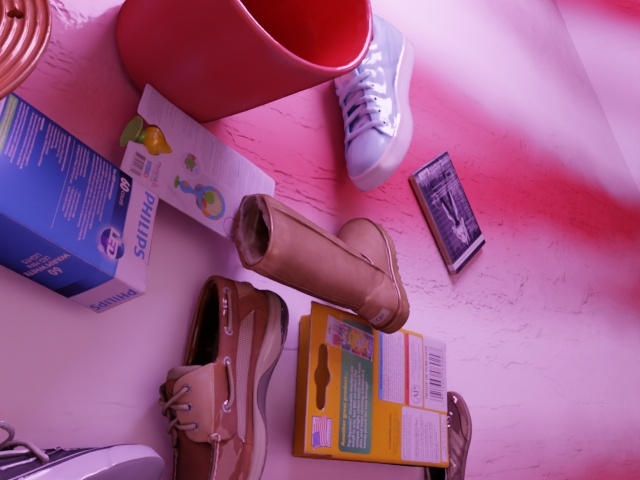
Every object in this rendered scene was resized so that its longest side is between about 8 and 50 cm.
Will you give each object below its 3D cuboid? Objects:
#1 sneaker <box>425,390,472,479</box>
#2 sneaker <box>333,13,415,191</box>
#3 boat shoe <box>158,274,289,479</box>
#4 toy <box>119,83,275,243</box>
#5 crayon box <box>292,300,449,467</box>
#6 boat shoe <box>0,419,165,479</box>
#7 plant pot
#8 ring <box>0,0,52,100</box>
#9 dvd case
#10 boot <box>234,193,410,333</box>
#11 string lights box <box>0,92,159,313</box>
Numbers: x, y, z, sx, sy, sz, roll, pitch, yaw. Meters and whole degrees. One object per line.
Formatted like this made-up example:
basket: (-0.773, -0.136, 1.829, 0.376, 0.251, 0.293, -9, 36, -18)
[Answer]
sneaker: (0.213, 0.348, 1.061, 0.071, 0.066, 0.189, 26, 59, -38)
sneaker: (0.067, -0.250, 1.065, 0.150, 0.135, 0.366, 30, 48, -28)
boat shoe: (-0.131, 0.186, 0.721, 0.119, 0.122, 0.324, 33, 47, -29)
toy: (-0.159, -0.075, 0.803, 0.237, 0.056, 0.137, 39, 46, -43)
crayon box: (0.068, 0.226, 0.934, 0.322, 0.083, 0.203, 23, 61, -41)
boat shoe: (-0.277, 0.226, 0.546, 0.306, 0.105, 0.113, -3, 123, -55)
plant pot: (-0.111, -0.283, 0.779, 0.274, 0.243, 0.275, 21, 60, -42)
ring: (-0.396, -0.185, 0.497, 0.336, 0.032, 0.337, 10, 51, -12)
dvd case: (0.266, -0.060, 1.284, 0.164, 0.018, 0.221, -35, 103, -48)
boot: (0.000, 0.000, 0.877, 0.269, 0.089, 0.236, 29, 24, -35)
string lights box: (-0.280, -0.046, 0.600, 0.259, 0.076, 0.133, 42, 35, -44)
